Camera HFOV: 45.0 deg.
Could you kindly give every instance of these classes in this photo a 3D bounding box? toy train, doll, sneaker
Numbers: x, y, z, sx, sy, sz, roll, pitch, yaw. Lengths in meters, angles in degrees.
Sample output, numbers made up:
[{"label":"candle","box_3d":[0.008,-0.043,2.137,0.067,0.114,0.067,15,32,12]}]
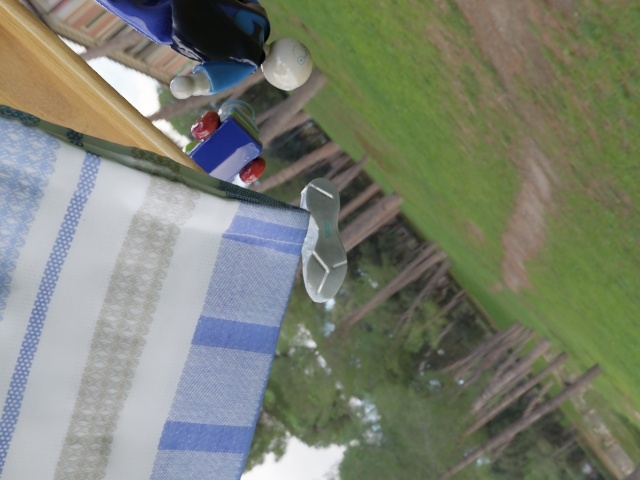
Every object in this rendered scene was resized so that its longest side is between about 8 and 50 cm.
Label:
[{"label":"toy train","box_3d":[-0.183,-0.088,1.061,0.105,0.248,0.143,44,-160,-20]},{"label":"doll","box_3d":[-0.086,-0.150,0.520,0.189,0.046,0.129,23,-126,-32]},{"label":"sneaker","box_3d":[0.000,0.000,0.957,0.061,0.054,0.152,-177,87,-74]}]

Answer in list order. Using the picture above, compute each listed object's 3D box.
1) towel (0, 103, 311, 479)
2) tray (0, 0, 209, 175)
[{"label":"towel","box_3d":[-0.132,0.049,0.324,0.285,0.209,0.034,17,178,-42]},{"label":"tray","box_3d":[-0.236,-0.040,0.698,0.076,0.203,0.411,18,160,49]}]
